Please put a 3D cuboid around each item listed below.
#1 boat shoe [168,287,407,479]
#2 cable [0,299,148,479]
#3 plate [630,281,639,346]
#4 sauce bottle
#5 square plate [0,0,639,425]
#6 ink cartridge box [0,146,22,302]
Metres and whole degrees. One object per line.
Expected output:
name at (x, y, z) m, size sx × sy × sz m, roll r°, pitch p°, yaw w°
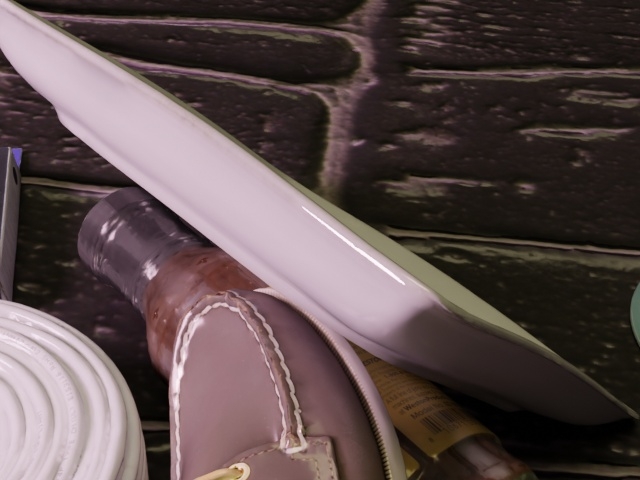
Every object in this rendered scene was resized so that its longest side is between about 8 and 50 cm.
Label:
boat shoe at (-0.024, 0.155, 0.480) m, size 0.096 × 0.116 × 0.324 m, roll 18°, pitch 47°, yaw -42°
cable at (-0.221, 0.135, 0.577) m, size 0.257 × 0.089 × 0.257 m, roll 7°, pitch 39°, yaw 5°
plate at (0.314, 0.060, 0.760) m, size 0.188 × 0.024 × 0.188 m, roll 1°, pitch 39°, yaw -1°
sauce bottle at (-0.027, 0.076, 0.648) m, size 0.111 × 0.111 × 0.344 m, roll -25°, pitch 47°, yaw -30°
square plate at (0.000, 0.000, 0.648) m, size 0.347 × 0.344 × 0.049 m, roll 36°, pitch 93°, yaw 33°
ink cartridge box at (-0.330, -0.020, 0.799) m, size 0.206 × 0.045 × 0.208 m, roll -5°, pitch 38°, yaw -9°
